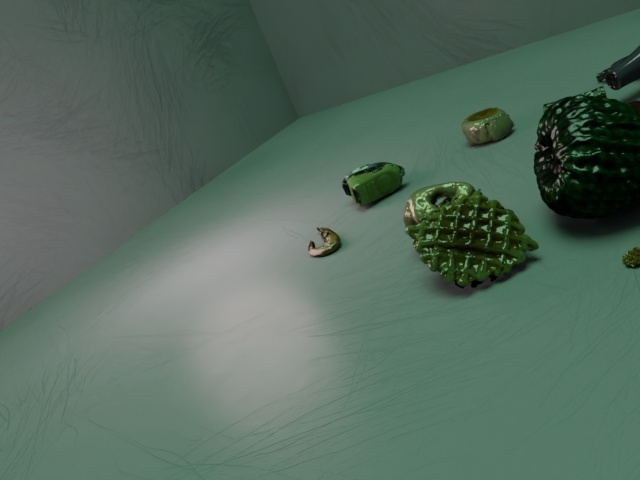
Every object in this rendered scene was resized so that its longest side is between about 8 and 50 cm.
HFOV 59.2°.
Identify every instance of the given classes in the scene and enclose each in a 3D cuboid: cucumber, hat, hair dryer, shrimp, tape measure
[{"bbox_3d":[0.798,-0.427,1.775,0.187,0.058,0.058,-14,22,30],"label":"cucumber"},{"bbox_3d":[0.615,-0.158,1.131,0.333,0.242,0.274,3,49,7],"label":"hat"},{"bbox_3d":[0.977,-0.550,1.789,0.301,0.121,0.361,-32,3,-2],"label":"hair dryer"},{"bbox_3d":[0.004,0.006,1.599,0.095,0.045,0.162,-45,26,1],"label":"shrimp"},{"bbox_3d":[0.164,-0.192,1.800,0.200,0.106,0.175,-28,24,-16],"label":"tape measure"}]

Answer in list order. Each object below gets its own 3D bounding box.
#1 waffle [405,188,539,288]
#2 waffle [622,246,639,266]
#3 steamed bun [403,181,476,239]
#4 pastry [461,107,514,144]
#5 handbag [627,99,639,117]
[{"bbox_3d":[0.297,-0.005,1.128,0.214,0.054,0.207,-30,60,-8],"label":"waffle"},{"bbox_3d":[0.557,0.027,0.955,0.085,0.016,0.078,0,26,46],"label":"waffle"},{"bbox_3d":[0.277,-0.030,1.243,0.172,0.140,0.155,-15,44,9],"label":"steamed bun"},{"bbox_3d":[0.552,-0.380,1.877,0.166,0.088,0.165,-22,23,10],"label":"pastry"},{"bbox_3d":[0.800,-0.275,1.349,0.260,0.084,0.275,-28,20,-10],"label":"handbag"}]
